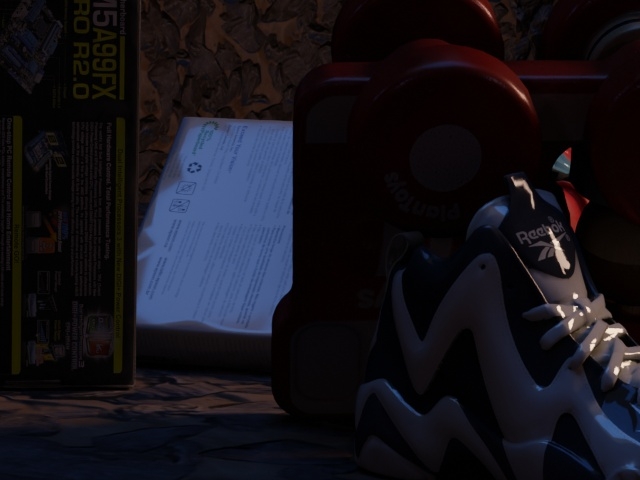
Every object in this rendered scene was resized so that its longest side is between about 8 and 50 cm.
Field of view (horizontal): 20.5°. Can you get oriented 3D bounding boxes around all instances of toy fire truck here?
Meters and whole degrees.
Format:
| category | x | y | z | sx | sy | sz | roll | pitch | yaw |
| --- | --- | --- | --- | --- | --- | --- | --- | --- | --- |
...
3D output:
| category | x | y | z | sx | sy | sz | roll | pitch | yaw |
| --- | --- | --- | --- | --- | --- | --- | --- | --- | --- |
| toy fire truck | 0.123 | -0.012 | 1.009 | 0.302 | 0.254 | 0.169 | 0 | 27 | -4 |

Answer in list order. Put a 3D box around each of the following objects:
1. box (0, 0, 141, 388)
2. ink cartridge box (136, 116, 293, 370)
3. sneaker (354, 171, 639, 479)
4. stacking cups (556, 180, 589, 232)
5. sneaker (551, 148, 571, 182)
| category | x | y | z | sx | sy | sz | roll | pitch | yaw |
| --- | --- | --- | --- | --- | --- | --- | --- | --- | --- |
| box | -0.225 | -0.040 | 1.132 | 0.216 | 0.270 | 0.060 | 0 | 5 | -11 |
| ink cartridge box | -0.022 | 0.000 | 1.288 | 0.224 | 0.045 | 0.223 | 2 | 47 | 17 |
| sneaker | 0.123 | 0.045 | 0.853 | 0.235 | 0.153 | 0.094 | 4 | 7 | 39 |
| stacking cups | 0.260 | -0.020 | 1.354 | 0.316 | 0.096 | 0.096 | -1 | 5 | -31 |
| sneaker | 0.260 | -0.067 | 1.507 | 0.262 | 0.125 | 0.104 | 26 | -19 | -20 |
